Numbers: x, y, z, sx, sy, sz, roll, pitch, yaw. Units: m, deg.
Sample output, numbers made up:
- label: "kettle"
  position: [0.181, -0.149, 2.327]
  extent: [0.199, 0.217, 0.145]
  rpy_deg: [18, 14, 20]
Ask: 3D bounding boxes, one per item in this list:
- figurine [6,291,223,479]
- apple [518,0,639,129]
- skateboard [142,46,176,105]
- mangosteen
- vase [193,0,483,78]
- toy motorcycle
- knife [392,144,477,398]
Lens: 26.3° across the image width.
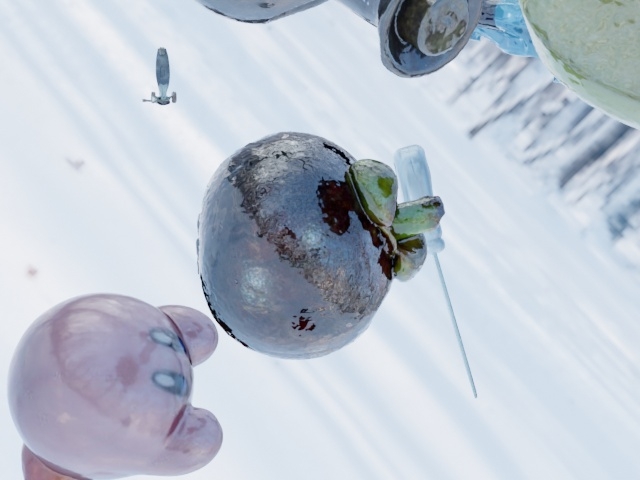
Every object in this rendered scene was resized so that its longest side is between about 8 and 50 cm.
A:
- label: "figurine"
  position: [-0.268, 0.174, 1.588]
  extent: [0.211, 0.261, 0.269]
  rpy_deg: [35, 45, -51]
- label: "apple"
  position: [0.305, -0.226, 1.081]
  extent: [0.258, 0.295, 0.233]
  rpy_deg: [7, 7, 24]
- label: "skateboard"
  position: [-0.180, -0.177, 1.530]
  extent: [0.083, 0.032, 0.063]
  rpy_deg: [163, -75, -77]
- label: "mangosteen"
  position: [-0.009, 0.007, 1.258]
  extent: [0.216, 0.216, 0.216]
  rpy_deg: [43, 10, -10]
- label: "vase"
  position: [0.000, -0.140, 0.641]
  extent: [0.183, 0.120, 0.120]
  rpy_deg: [43, 7, 38]
- label: "toy motorcycle"
  position: [0.201, -0.249, 1.516]
  extent: [0.272, 0.123, 0.182]
  rpy_deg: [12, 6, 2]
- label: "knife"
  position: [0.152, 0.040, 1.754]
  extent: [0.080, 0.044, 0.331]
  rpy_deg: [-111, -174, -87]
